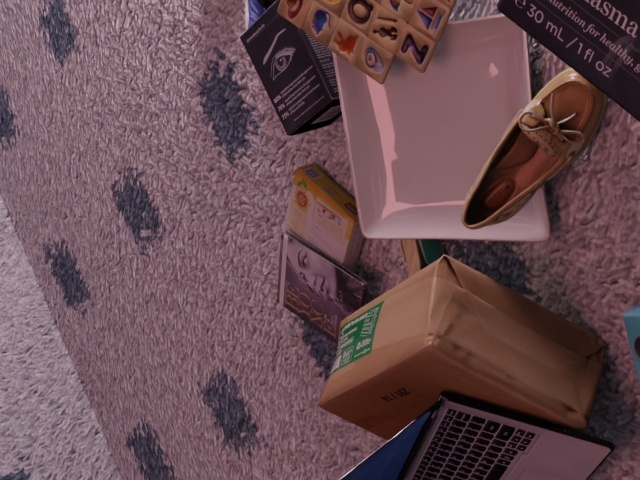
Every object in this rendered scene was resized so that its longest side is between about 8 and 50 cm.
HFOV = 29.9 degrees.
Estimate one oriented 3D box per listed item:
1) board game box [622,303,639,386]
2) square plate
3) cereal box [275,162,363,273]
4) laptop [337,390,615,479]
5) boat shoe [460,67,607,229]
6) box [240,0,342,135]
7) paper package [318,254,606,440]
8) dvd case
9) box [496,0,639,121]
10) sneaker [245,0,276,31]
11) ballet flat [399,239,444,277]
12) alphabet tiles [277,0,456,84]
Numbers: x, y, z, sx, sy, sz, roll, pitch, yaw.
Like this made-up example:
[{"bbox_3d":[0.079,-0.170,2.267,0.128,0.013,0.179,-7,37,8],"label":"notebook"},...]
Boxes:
[{"bbox_3d":[0.562,0.243,1.601,0.253,0.079,0.336,-7,101,53],"label":"board game box"},{"bbox_3d":[0.189,-0.168,1.863,0.347,0.049,0.344,1,107,37],"label":"square plate"},{"bbox_3d":[0.000,0.000,2.239,0.173,0.047,0.240,43,137,31],"label":"cereal box"},{"bbox_3d":[0.176,0.421,1.815,0.407,0.236,0.382,16,148,2],"label":"laptop"},{"bbox_3d":[0.303,-0.123,1.706,0.104,0.089,0.285,39,121,11],"label":"boat shoe"},{"bbox_3d":[-0.024,-0.310,2.068,0.153,0.108,0.207,-32,81,50],"label":"box"},{"bbox_3d":[0.208,0.201,1.844,0.309,0.168,0.325,29,147,-17],"label":"paper package"},{"bbox_3d":[-0.001,0.097,2.235,0.221,0.018,0.165,33,132,36],"label":"dvd case"},{"bbox_3d":[0.505,-0.331,1.230,0.480,0.297,0.472,46,136,30],"label":"box"},{"bbox_3d":[-0.096,-0.412,2.161,0.084,0.058,0.152,7,105,60],"label":"sneaker"},{"bbox_3d":[0.175,0.052,2.012,0.086,0.086,0.249,-11,88,54],"label":"ballet flat"},{"bbox_3d":[0.060,-0.416,1.831,0.342,0.011,0.285,38,127,22],"label":"alphabet tiles"}]
